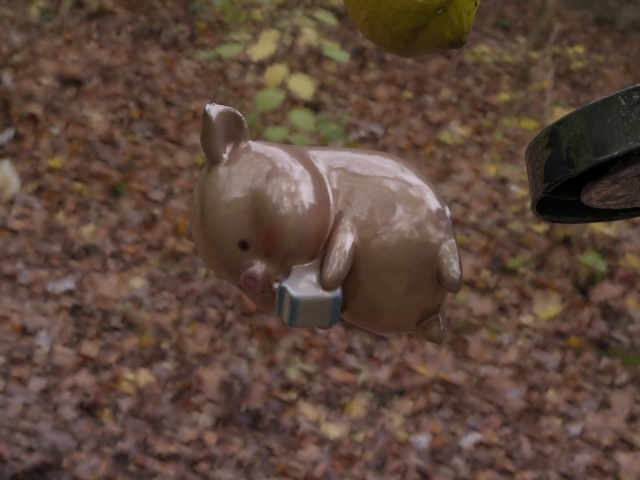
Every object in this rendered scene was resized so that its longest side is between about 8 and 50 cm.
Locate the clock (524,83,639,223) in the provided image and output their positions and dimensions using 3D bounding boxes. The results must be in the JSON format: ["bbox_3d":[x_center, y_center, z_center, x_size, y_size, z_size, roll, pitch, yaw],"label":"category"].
[{"bbox_3d":[0.358,-0.094,1.420,0.319,0.319,0.066,0,73,-43],"label":"clock"}]

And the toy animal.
[{"bbox_3d":[-0.004,0.001,1.451,0.256,0.195,0.213,4,47,-13],"label":"toy animal"}]

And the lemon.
[{"bbox_3d":[0.111,-0.327,1.801,0.180,0.193,0.180,-10,7,1],"label":"lemon"}]
